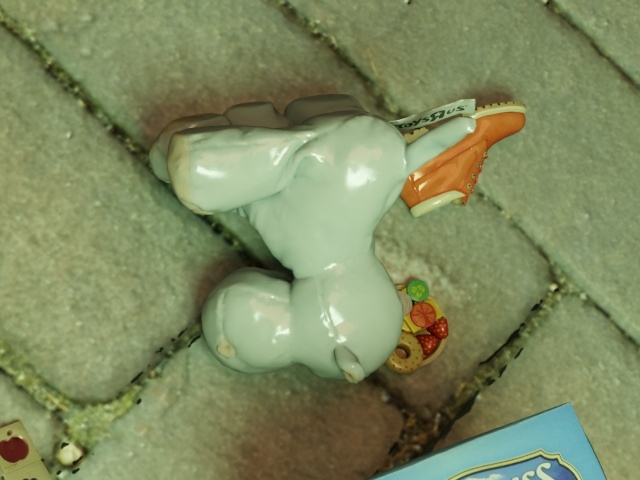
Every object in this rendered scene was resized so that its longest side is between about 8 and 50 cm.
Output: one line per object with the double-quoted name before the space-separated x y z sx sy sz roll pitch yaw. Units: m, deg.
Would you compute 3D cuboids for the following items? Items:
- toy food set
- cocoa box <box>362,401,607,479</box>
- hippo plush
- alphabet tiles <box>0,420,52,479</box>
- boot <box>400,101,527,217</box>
"toy food set" 0.080 0.079 1.500 0.083 0.020 0.082 -30 81 -22
"cocoa box" 0.084 0.298 1.247 0.231 0.347 0.228 -18 77 -20
"hippo plush" 0.000 0.000 1.432 0.294 0.234 0.236 -4 102 7
"alphabet tiles" -0.294 0.268 1.290 0.237 0.009 0.198 -19 74 -42
"boot" 0.139 -0.079 1.554 0.158 0.059 0.084 -24 82 -13
